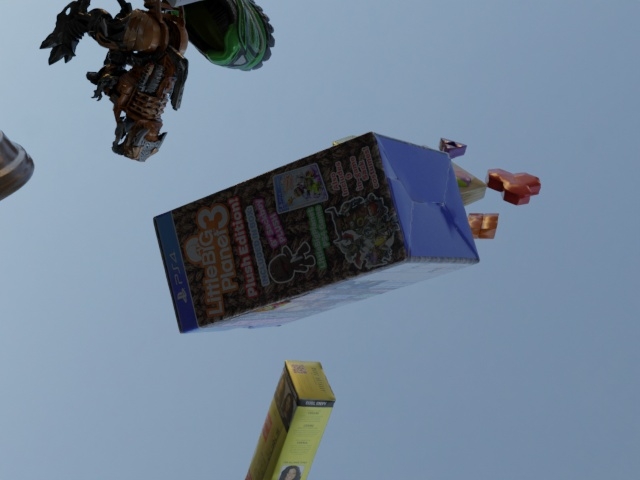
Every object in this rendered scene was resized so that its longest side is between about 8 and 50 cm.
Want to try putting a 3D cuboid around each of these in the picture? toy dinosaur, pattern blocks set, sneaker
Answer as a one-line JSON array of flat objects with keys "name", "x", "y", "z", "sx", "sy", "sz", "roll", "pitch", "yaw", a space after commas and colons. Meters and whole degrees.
[{"name": "toy dinosaur", "x": -0.257, "y": -0.283, "z": 1.508, "sx": 0.218, "sy": 0.164, "sz": 0.322, "roll": 16, "pitch": -102, "yaw": 37}, {"name": "pattern blocks set", "x": 0.133, "y": -0.081, "z": 1.449, "sx": 0.285, "sy": 0.324, "sz": 0.026, "roll": 28, "pitch": -55, "yaw": 26}, {"name": "sneaker", "x": -0.209, "y": -0.418, "z": 1.646, "sx": 0.134, "sy": 0.146, "sz": 0.343, "roll": -42, "pitch": -94, "yaw": 19}]

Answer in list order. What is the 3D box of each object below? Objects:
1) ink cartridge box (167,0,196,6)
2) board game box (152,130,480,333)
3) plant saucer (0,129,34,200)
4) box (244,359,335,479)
[{"name": "ink cartridge box", "x": -0.146, "y": -0.340, "z": 1.257, "sx": 0.088, "sy": 0.122, "sz": 0.052, "roll": 51, "pitch": -39, "yaw": 17}, {"name": "board game box", "x": 0.000, "y": 0.000, "z": 1.208, "sx": 0.290, "sy": 0.232, "sz": 0.141, "roll": -19, "pitch": -100, "yaw": 25}, {"name": "plant saucer", "x": -0.388, "y": -0.053, "z": 0.889, "sx": 0.277, "sy": 0.277, "sz": 0.041, "roll": 16, "pitch": -60, "yaw": 47}, {"name": "box", "x": -0.046, "y": 0.283, "z": 1.451, "sx": 0.087, "sy": 0.058, "sz": 0.232, "roll": -116, "pitch": -142, "yaw": -52}]
